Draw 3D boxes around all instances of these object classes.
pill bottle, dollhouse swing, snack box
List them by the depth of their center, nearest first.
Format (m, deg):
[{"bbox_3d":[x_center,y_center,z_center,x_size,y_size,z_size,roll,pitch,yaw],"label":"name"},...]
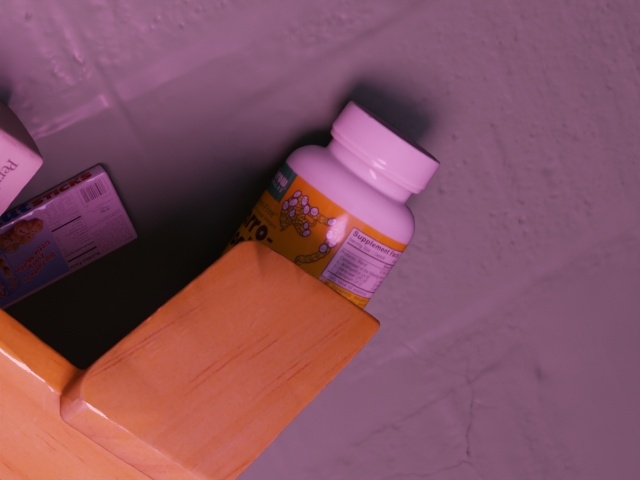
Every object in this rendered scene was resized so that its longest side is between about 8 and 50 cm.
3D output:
[{"bbox_3d":[-0.221,0.089,1.296,0.305,0.315,0.347,49,130,-2],"label":"dollhouse swing"},{"bbox_3d":[-0.232,0.011,1.405,0.178,0.022,0.064,-29,121,-9],"label":"snack box"},{"bbox_3d":[0.000,0.000,1.439,0.118,0.117,0.208,31,99,-30],"label":"pill bottle"}]

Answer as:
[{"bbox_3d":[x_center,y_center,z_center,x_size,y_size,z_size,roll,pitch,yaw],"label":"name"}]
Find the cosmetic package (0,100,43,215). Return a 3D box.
[{"bbox_3d":[-0.356,-0.097,1.246,0.296,0.129,0.153,35,95,-31],"label":"cosmetic package"}]
